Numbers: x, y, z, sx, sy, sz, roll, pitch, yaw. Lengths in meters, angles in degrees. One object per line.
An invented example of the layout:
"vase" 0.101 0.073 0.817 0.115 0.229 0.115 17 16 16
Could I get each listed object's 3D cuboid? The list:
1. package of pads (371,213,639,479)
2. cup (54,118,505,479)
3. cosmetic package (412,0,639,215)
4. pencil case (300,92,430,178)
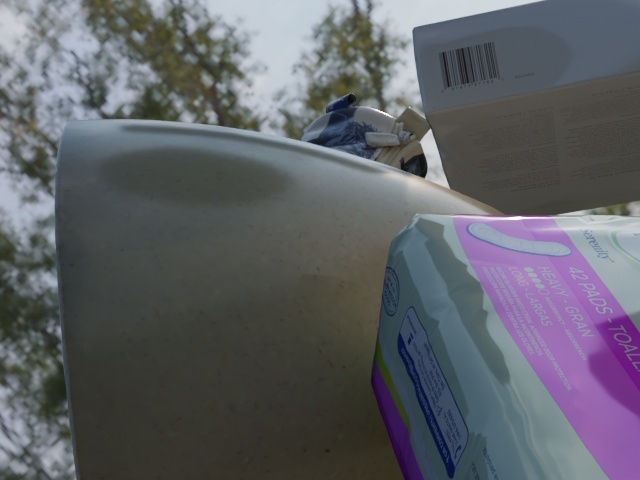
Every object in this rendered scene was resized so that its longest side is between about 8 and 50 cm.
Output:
"package of pads" 0.180 0.077 0.472 0.229 0.297 0.101 -108 22 -61
"cup" -0.001 0.080 0.690 0.237 0.331 0.331 -8 -19 -3
"cosmetic package" 0.293 -0.127 1.113 0.377 0.097 0.284 -10 -24 9
"pencil case" 0.000 0.000 1.391 0.183 0.160 0.410 -52 7 42
